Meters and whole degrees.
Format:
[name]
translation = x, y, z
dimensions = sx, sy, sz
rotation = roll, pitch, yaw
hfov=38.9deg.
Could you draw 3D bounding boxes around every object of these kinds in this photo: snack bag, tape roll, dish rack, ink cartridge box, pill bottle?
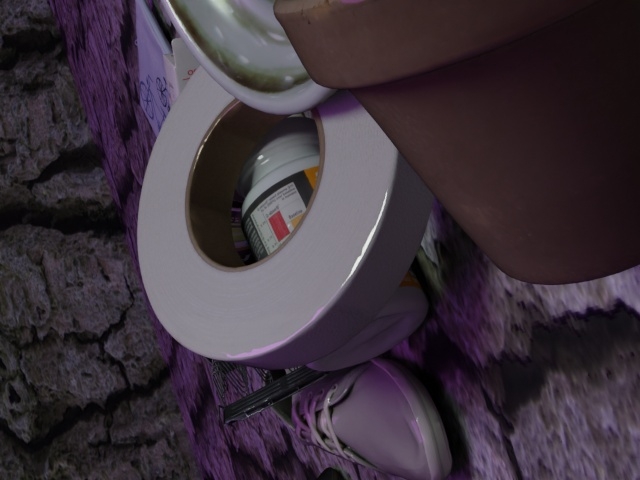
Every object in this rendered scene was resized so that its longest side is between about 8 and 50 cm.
[snack bag]
translation = -0.318, -0.300, 1.886
dimensions = 0.343, 0.037, 0.323
rotation = 100, 147, -52
[tape roll]
translation = -0.050, -0.060, 0.967
dimensions = 0.392, 0.072, 0.392
rotation = -16, 65, 39
[dish rack]
translation = -0.068, 0.155, 1.262
dimensions = 0.074, 0.208, 0.271
rotation = 61, 179, -13
[ink cartridge box]
translation = -0.180, -0.241, 1.439
dimensions = 0.067, 0.115, 0.198
rotation = -133, 33, -52
[pill bottle]
translation = 0.000, 0.000, 1.073
dimensions = 0.162, 0.162, 0.278
rotation = 108, 140, -58

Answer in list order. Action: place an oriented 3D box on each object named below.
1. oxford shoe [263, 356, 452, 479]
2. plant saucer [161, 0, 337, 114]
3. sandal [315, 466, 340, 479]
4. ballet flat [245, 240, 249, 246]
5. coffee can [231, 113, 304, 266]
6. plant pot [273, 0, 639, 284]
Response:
[oxford shoe]
translation = 0.036, 0.236, 1.222
dimensions = 0.449, 0.130, 0.169
rotation = -172, 68, -67
[plant saucer]
translation = -0.055, -0.324, 0.861
dimensions = 0.400, 0.100, 0.401
rotation = 37, 141, 38
[sandal]
translation = -0.004, 0.486, 1.589
dimensions = 0.086, 0.120, 0.303
rotation = 37, 151, 14
[ballet flat]
translation = 0.006, 0.044, 1.195
dimensions = 0.231, 0.077, 0.077
rotation = 42, 168, -6
[coffee can]
translation = -0.138, -0.083, 1.322
dimensions = 0.275, 0.201, 0.202
rotation = 121, 129, -64
[plant pot]
translation = 0.133, -0.103, 0.561
dimensions = 0.229, 0.263, 0.263
rotation = 63, 165, -21
